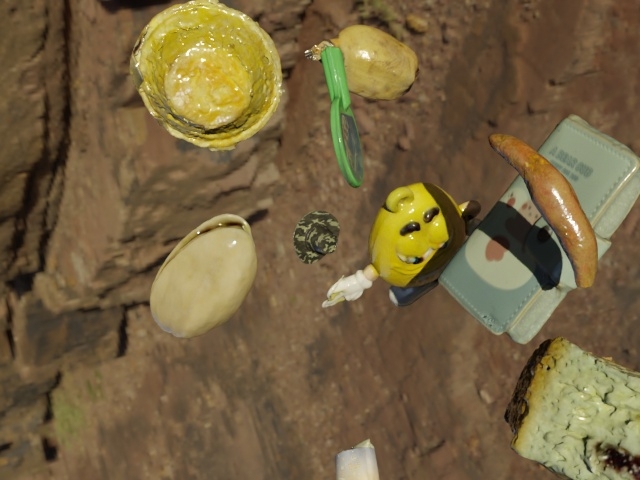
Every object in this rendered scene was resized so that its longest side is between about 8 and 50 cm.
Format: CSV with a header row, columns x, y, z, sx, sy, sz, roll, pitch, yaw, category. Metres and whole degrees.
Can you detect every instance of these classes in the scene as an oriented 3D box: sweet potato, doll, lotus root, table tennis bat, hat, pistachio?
x,y,z,sx,sy,sz,roll,pitch,yaw,category
0.313,-0.056,1.344,0.255,0.058,0.078,58,157,12,sweet potato
0.190,0.028,2.024,0.348,0.423,0.161,-48,59,28,doll
0.082,-0.332,1.835,0.118,0.220,0.125,177,108,-70,lotus root
0.042,-0.220,1.758,0.160,0.039,0.257,2,-104,-74,table tennis bat
0.000,0.000,1.905,0.050,0.121,0.121,23,125,43,hat
-0.174,0.059,1.510,0.226,0.136,0.136,-53,48,23,pistachio

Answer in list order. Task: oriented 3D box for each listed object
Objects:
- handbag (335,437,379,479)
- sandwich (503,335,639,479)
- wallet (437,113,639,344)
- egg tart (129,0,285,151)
x,y,z,sx,sy,sz,roll,pitch,yaw,category
0.095,0.583,2.437,0.117,0.095,0.173,-23,58,32,handbag
0.320,0.198,0.966,0.131,0.262,0.325,-66,-11,0,sandwich
0.357,-0.019,1.575,0.360,0.083,0.252,-54,32,9,wallet
-0.241,-0.344,2.114,0.132,0.341,0.341,-102,10,-62,egg tart
